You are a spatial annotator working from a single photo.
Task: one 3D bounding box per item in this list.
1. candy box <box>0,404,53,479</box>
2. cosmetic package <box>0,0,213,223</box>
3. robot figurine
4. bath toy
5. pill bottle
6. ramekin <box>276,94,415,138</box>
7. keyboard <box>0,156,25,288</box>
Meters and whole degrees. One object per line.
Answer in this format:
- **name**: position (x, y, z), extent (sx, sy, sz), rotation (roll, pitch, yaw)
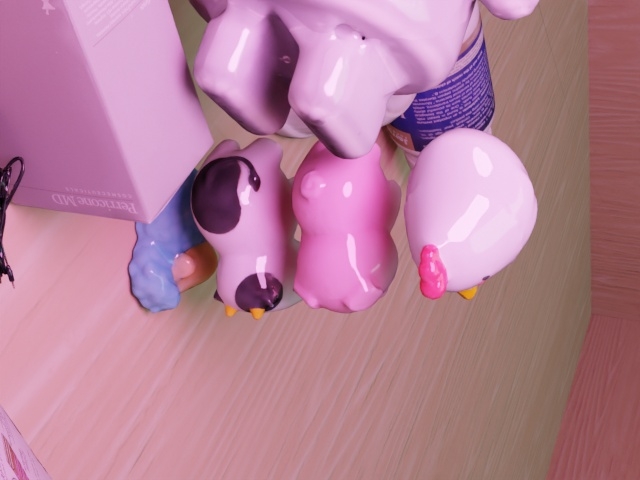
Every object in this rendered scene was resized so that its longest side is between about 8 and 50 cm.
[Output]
- **candy box**: position (-0.211, 0.138, 0.548), extent (0.071, 0.159, 0.233), rotation (-28, 128, -11)
- **cosmetic package**: position (-0.169, -0.133, 0.619), extent (0.107, 0.127, 0.238), rotation (-58, 145, -43)
- **robot figurine**: position (0.031, -0.241, 0.678), extent (0.200, 0.300, 0.353), rotation (42, 66, -73)
- **bath toy**: position (0.000, 0.000, 0.767), extent (0.151, 0.348, 0.129), rotation (56, 46, -36)
- **pill bottle**: position (0.149, -0.204, 1.272), extent (0.264, 0.153, 0.153), rotation (66, 40, -50)
- **ramekin**: position (0.028, -0.241, 1.021), extent (0.273, 0.127, 0.273), rotation (7, 90, -66)
- **keyboard**: position (-0.246, 0.005, 0.620), extent (0.100, 0.038, 0.192), rotation (-1, 101, -42)
